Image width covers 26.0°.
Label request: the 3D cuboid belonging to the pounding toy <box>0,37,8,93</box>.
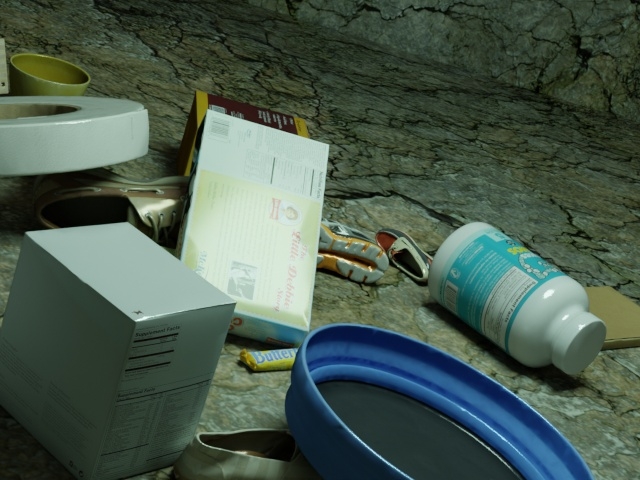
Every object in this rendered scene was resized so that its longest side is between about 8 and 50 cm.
[{"bbox_3d":[-0.555,-0.237,1.981,0.206,0.094,0.181,-13,16,-43],"label":"pounding toy"}]

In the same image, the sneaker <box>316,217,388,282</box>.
[{"bbox_3d":[0.000,0.000,2.132,0.215,0.084,0.083,25,18,-10],"label":"sneaker"}]

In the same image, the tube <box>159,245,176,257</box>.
[{"bbox_3d":[-0.210,0.042,1.890,0.240,0.070,0.062,11,-11,-26],"label":"tube"}]

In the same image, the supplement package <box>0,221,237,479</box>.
[{"bbox_3d":[-0.227,0.116,1.487,0.194,0.203,0.149,34,26,33],"label":"supplement package"}]

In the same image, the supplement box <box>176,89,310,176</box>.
[{"bbox_3d":[-0.127,-0.137,2.281,0.194,0.129,0.191,14,21,-12],"label":"supplement box"}]

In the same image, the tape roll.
[{"bbox_3d":[-0.439,-0.152,1.968,0.392,0.072,0.392,0,12,0],"label":"tape roll"}]

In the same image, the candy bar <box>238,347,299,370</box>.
[{"bbox_3d":[-0.036,0.153,1.806,0.161,0.018,0.040,1,27,-40],"label":"candy bar"}]

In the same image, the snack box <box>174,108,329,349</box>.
[{"bbox_3d":[-0.095,-0.019,1.898,0.187,0.060,0.322,16,53,-13],"label":"snack box"}]

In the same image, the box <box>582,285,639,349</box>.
[{"bbox_3d":[0.467,0.124,2.284,0.201,0.021,0.164,-1,29,-40],"label":"box"}]

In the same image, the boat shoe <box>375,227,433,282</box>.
[{"bbox_3d":[0.133,0.024,2.223,0.043,0.049,0.137,-9,39,-46],"label":"boat shoe"}]

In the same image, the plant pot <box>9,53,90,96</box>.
[{"bbox_3d":[-0.460,-0.242,2.311,0.134,0.095,0.134,16,21,-6],"label":"plant pot"}]

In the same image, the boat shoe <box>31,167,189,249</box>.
[{"bbox_3d":[-0.248,-0.025,1.948,0.324,0.123,0.116,7,26,-4],"label":"boat shoe"}]

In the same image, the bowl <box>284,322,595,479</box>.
[{"bbox_3d":[0.135,0.236,1.593,0.391,0.077,0.391,25,19,-9],"label":"bowl"}]

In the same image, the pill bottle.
[{"bbox_3d":[0.294,0.091,2.052,0.146,0.146,0.264,-4,31,-44],"label":"pill bottle"}]

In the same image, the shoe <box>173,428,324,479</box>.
[{"bbox_3d":[-0.052,0.242,1.521,0.219,0.058,0.076,6,25,-29],"label":"shoe"}]
